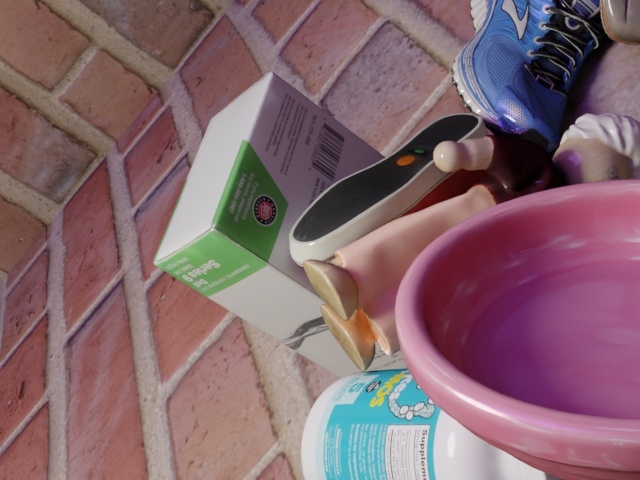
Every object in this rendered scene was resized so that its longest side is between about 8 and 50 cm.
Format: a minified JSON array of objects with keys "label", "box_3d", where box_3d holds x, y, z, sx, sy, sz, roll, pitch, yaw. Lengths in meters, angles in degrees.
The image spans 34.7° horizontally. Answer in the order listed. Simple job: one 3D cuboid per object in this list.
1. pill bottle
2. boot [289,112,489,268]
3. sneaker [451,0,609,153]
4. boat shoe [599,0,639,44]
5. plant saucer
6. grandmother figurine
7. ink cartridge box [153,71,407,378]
[{"label":"pill bottle","box_3d":[0.112,0.174,0.838,0.264,0.146,0.146,-14,46,52]},{"label":"boot","box_3d":[0.089,0.005,1.013,0.244,0.176,0.088,-33,31,-25]},{"label":"sneaker","box_3d":[0.241,-0.222,1.135,0.147,0.129,0.330,-35,31,38]},{"label":"boat shoe","box_3d":[0.367,-0.349,1.126,0.116,0.123,0.325,98,-171,-72]},{"label":"plant saucer","box_3d":[0.220,0.062,0.719,0.332,0.084,0.332,-8,27,4]},{"label":"grandmother figurine","box_3d":[0.158,-0.010,0.935,0.342,0.208,0.104,-31,51,-11]},{"label":"ink cartridge box","box_3d":[0.000,0.000,1.078,0.121,0.289,0.211,-29,35,45]}]
